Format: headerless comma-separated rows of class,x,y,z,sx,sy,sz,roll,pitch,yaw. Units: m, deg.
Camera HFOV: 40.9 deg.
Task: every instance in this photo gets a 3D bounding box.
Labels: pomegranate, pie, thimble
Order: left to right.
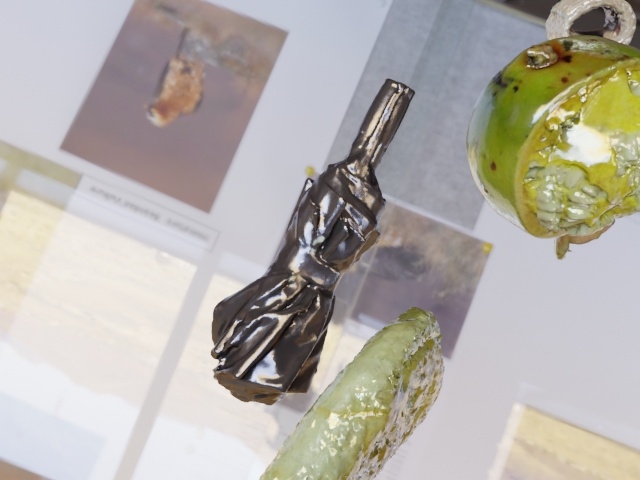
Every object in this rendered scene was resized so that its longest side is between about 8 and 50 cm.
pie,0.006,0.171,0.634,0.078,0.277,0.277,42,173,13
pomegranate,0.317,-0.108,1.096,0.260,0.260,0.341,17,145,27
thimble,0.411,-0.330,1.309,0.115,0.102,0.090,5,-157,-5

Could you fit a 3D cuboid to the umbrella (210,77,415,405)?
umbrella,0.000,0.000,0.827,0.118,0.340,0.118,26,180,0
